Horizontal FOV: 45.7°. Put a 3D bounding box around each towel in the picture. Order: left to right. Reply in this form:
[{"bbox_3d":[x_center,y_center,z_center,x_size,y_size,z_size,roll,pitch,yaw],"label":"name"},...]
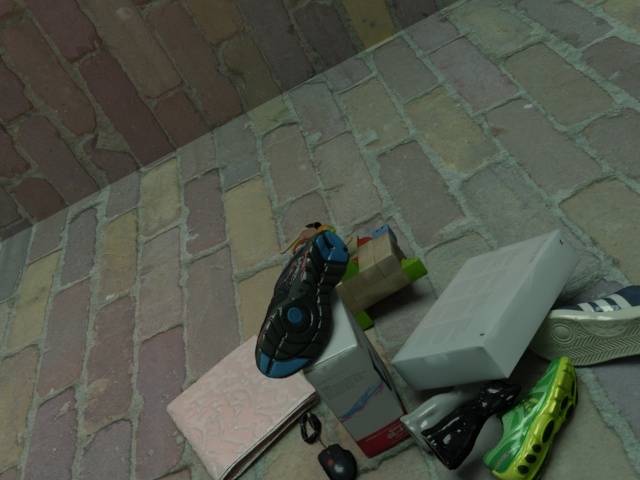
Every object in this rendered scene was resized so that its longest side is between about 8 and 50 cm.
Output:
[{"bbox_3d":[-0.199,0.410,1.896,0.317,0.053,0.331,-39,35,-14],"label":"towel"}]

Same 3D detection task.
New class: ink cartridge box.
[{"bbox_3d":[0.063,0.280,1.636,0.131,0.306,0.226,-28,34,4],"label":"ink cartridge box"}]

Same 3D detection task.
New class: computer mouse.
[{"bbox_3d":[0.008,0.454,1.692,0.071,0.041,0.242,-37,34,-9],"label":"computer mouse"}]

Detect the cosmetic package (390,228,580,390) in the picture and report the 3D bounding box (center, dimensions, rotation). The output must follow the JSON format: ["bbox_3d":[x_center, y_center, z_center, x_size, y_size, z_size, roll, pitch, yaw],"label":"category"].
[{"bbox_3d":[0.357,0.152,1.640,0.377,0.097,0.284,-46,11,-34],"label":"cosmetic package"}]

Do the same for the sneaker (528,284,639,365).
[{"bbox_3d":[0.594,0.163,1.569,0.349,0.131,0.148,-8,23,33],"label":"sneaker"}]

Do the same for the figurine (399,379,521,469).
[{"bbox_3d":[0.284,0.342,1.530,0.209,0.092,0.215,-38,7,-10],"label":"figurine"}]

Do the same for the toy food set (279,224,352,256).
[{"bbox_3d":[-0.023,0.003,1.994,0.192,0.039,0.132,14,50,46],"label":"toy food set"}]

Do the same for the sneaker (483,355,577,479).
[{"bbox_3d":[0.409,0.335,1.481,0.123,0.109,0.295,11,50,43],"label":"sneaker"}]

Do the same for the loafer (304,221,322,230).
[{"bbox_3d":[0.000,0.000,2.123,0.078,0.080,0.220,-29,18,12],"label":"loafer"}]

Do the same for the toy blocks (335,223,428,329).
[{"bbox_3d":[0.084,0.087,2.011,0.381,0.191,0.261,-32,20,15],"label":"toy blocks"}]

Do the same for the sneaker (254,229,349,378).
[{"bbox_3d":[-0.046,0.141,1.550,0.139,0.125,0.341,-34,24,52],"label":"sneaker"}]
